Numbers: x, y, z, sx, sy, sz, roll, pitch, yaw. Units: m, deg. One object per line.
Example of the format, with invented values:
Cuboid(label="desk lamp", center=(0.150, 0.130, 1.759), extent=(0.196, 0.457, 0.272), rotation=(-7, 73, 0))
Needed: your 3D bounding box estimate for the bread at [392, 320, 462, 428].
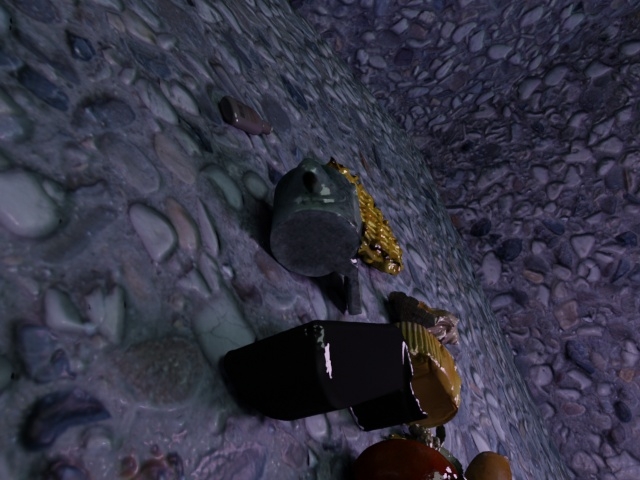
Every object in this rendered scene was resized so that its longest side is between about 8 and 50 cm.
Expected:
Cuboid(label="bread", center=(0.219, 0.308, 1.095), extent=(0.250, 0.179, 0.133), rotation=(51, 20, -20))

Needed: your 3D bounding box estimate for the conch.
Cuboid(label="conch", center=(0.299, 0.227, 1.381), extent=(0.245, 0.178, 0.163), rotation=(39, 60, 20))

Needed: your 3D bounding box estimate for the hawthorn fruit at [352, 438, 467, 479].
Cuboid(label="hawthorn fruit", center=(0.154, 0.425, 0.798), extent=(0.185, 0.202, 0.185), rotation=(35, 40, -36))

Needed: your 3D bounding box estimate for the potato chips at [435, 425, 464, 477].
Cuboid(label="potato chips", center=(0.296, 0.530, 1.135), extent=(0.167, 0.059, 0.228), rotation=(-77, 148, -46))

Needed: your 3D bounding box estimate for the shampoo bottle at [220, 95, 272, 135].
Cuboid(label="shampoo bottle", center=(-0.178, -0.299, 1.163), extent=(0.165, 0.040, 0.080), rotation=(10, 53, -61))

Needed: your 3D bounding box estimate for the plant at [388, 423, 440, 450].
Cuboid(label="plant", center=(0.194, 0.450, 1.036), extent=(0.122, 0.104, 0.116), rotation=(29, -9, -5))

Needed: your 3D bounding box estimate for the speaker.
Cuboid(label="speaker", center=(0.037, 0.248, 0.803), extent=(0.388, 0.180, 0.184), rotation=(19, 51, -57))

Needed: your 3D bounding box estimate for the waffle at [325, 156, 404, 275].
Cuboid(label="waffle", center=(0.134, -0.067, 1.465), extent=(0.379, 0.095, 0.382), rotation=(33, 32, -48))

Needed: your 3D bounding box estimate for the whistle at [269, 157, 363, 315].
Cuboid(label="whistle", center=(0.032, -0.003, 1.058), extent=(0.405, 0.188, 0.168), rotation=(44, 28, -33))

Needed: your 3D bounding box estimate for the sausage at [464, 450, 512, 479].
Cuboid(label="sausage", center=(0.349, 0.646, 1.015), extent=(0.501, 0.136, 0.123), rotation=(-48, 125, -62))
